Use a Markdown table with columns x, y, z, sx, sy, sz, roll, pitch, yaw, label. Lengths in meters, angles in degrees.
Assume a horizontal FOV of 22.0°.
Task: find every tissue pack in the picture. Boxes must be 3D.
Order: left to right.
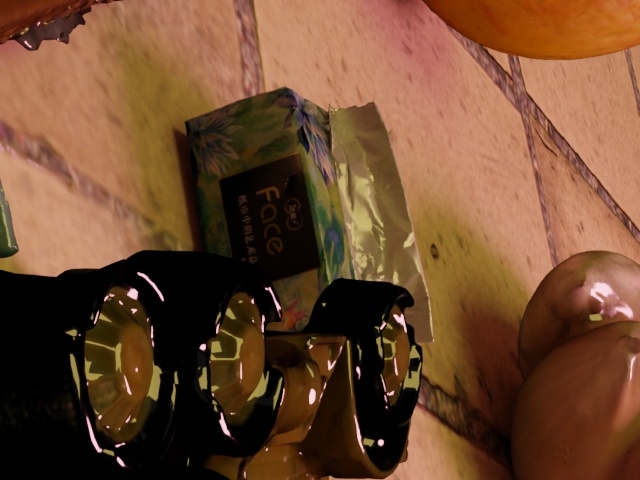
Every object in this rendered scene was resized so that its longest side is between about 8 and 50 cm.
| x | y | z | sx | sy | sz | roll | pitch | yaw | label |
| --- | --- | --- | --- | --- | --- | --- | --- | --- | --- |
| 0.001 | 0.001 | 0.682 | 0.085 | 0.079 | 0.111 | 27 | 49 | -62 | tissue pack |

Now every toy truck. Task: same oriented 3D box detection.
| x | y | z | sx | sy | sz | roll | pitch | yaw | label |
| --- | --- | --- | --- | --- | --- | --- | --- | --- | --- |
| -0.061 | 0.063 | 0.429 | 0.257 | 0.127 | 0.127 | -2 | 90 | -69 | toy truck |

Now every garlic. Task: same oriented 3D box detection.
| x | y | z | sx | sy | sz | roll | pitch | yaw | label |
| --- | --- | --- | --- | --- | --- | --- | --- | --- | --- |
| 0.206 | 0.149 | 0.988 | 0.279 | 0.132 | 0.325 | 62 | 17 | 20 | garlic |

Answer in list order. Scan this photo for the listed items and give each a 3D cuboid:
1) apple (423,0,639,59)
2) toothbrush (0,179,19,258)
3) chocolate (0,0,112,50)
| x | y | z | sx | sy | sz | roll | pitch | yaw | label |
| --- | --- | --- | --- | --- | --- | --- | --- | --- | --- |
| 0.148 | -0.255 | 1.013 | 0.233 | 0.286 | 0.286 | 19 | 56 | -56 | apple |
| -0.123 | -0.074 | 0.527 | 0.014 | 0.011 | 0.167 | -4 | 77 | -64 | toothbrush |
| -0.086 | -0.122 | 0.563 | 0.329 | 0.065 | 0.102 | -50 | 122 | -70 | chocolate |
